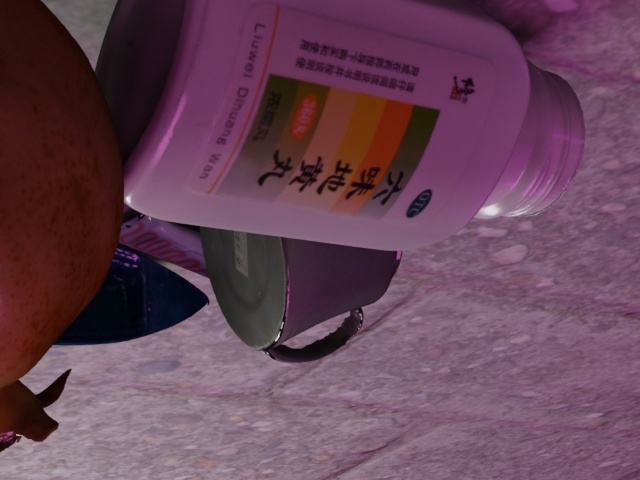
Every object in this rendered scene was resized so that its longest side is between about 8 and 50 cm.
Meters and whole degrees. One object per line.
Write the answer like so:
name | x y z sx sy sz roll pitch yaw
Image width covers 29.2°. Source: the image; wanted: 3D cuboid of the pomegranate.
pomegranate | -0.250 -0.015 0.657 0.319 0.319 0.319 -9 154 -5

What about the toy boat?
toy boat | -0.232 0.047 1.037 0.299 0.096 0.062 6 160 -36

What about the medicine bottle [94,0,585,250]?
medicine bottle | 0.024 -0.087 0.809 0.324 0.124 0.179 7 117 -36

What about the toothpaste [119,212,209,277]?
toothpaste | -0.099 0.015 1.092 0.056 0.036 0.205 -27 146 33

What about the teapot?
teapot | 0.000 0.000 0.975 0.149 0.162 0.239 -13 127 -27
